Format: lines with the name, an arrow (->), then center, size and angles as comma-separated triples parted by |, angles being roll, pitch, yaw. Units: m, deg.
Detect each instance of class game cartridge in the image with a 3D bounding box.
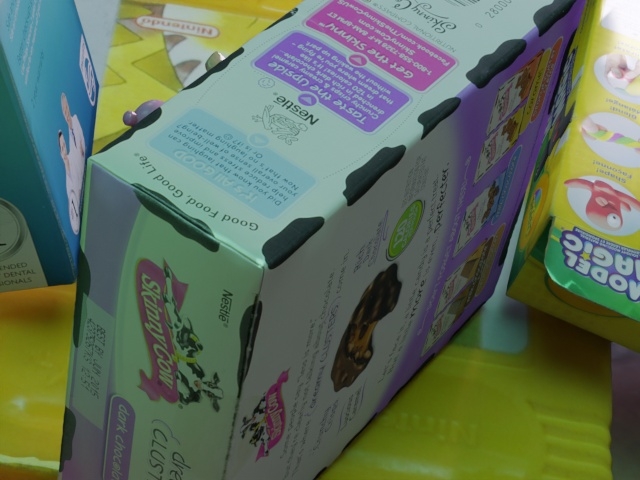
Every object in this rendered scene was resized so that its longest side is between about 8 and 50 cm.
game cartridge -> -0.020, -0.003, 0.841 | 0.285, 0.053, 0.324 | 9, 41, -4

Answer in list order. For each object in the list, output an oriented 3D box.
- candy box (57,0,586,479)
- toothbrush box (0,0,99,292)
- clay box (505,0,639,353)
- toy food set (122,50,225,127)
candy box -> 0.000, 0.000, 0.693 | 0.070, 0.165, 0.196 | 32, 47, 19
toothbrush box -> -0.216, -0.115, 0.694 | 0.216, 0.295, 0.126 | -8, 43, 6
clay box -> 0.154, -0.019, 0.839 | 0.127, 0.053, 0.222 | 24, 42, -3
toy food set -> -0.054, -0.016, 0.783 | 0.078, 0.019, 0.122 | 44, 50, -13
